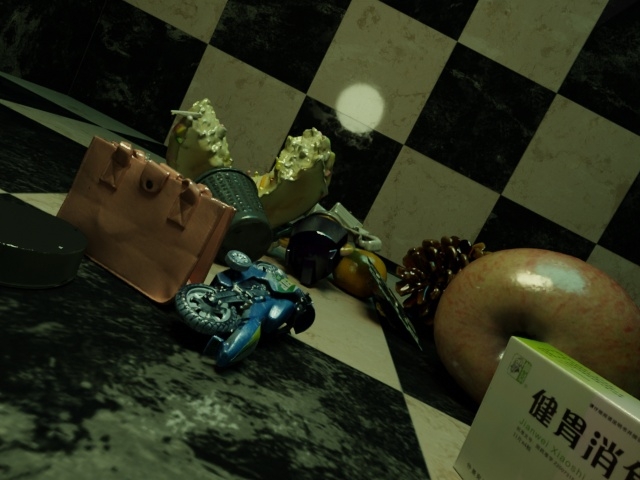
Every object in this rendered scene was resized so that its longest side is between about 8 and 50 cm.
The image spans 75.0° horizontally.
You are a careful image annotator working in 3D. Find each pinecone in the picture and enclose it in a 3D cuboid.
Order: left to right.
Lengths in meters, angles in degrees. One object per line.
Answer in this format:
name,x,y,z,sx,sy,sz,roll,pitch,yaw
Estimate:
pinecone,0.309,0.103,1.059,0.264,0.264,0.264,27,7,-3

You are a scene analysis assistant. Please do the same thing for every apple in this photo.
apple,0.369,0.174,0.733,0.344,0.345,0.269,32,29,35

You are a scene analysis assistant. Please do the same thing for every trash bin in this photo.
trash bin,-0.179,-0.034,0.850,0.175,0.175,0.161,20,23,-44

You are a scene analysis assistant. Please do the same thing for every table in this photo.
table,-0.326,0.000,0.445,0.133,0.043,0.133,26,7,-4

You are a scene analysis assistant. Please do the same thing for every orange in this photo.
orange,0.109,0.085,1.140,0.156,0.124,0.156,25,11,-5

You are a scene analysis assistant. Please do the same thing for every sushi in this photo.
sushi,0.155,0.149,0.996,0.210,0.040,0.193,55,10,-7

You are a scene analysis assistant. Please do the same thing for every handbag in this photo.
handbag,-0.232,-0.029,0.545,0.212,0.157,0.059,29,7,12

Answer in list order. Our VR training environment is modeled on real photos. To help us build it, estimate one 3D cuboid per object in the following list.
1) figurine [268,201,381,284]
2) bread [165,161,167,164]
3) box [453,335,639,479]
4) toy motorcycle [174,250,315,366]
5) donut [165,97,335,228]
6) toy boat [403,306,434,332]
figurine,-0.004,-0.002,1.060,0.308,0.308,0.143,-126,-167,-75
bread,-0.318,-0.131,1.147,0.245,0.121,0.174,25,6,-32
box,0.246,0.227,0.370,0.062,0.175,0.260,15,11,-21
toy motorcycle,-0.084,0.087,0.555,0.135,0.092,0.254,38,18,11
donut,-0.167,-0.162,0.984,0.370,0.307,0.150,9,43,-18
toy boat,0.397,0.239,1.254,0.298,0.092,0.134,23,4,-23
